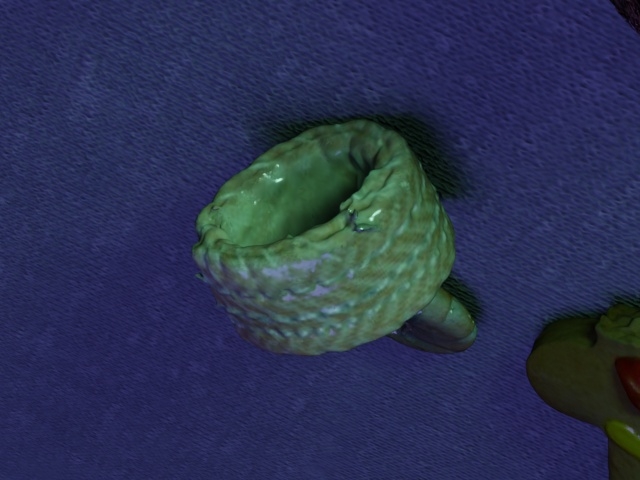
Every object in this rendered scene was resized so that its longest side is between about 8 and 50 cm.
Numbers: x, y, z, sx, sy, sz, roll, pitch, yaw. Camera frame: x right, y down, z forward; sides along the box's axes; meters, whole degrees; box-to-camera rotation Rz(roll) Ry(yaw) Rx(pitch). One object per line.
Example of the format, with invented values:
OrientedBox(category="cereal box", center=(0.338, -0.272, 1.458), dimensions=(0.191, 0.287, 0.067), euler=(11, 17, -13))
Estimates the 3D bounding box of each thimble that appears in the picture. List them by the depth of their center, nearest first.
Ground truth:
OrientedBox(category="thimble", center=(0.005, -0.005, 1.710), dimensions=(0.229, 0.196, 0.148), euler=(-12, 130, 23))

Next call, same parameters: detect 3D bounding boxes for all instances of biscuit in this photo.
OrientedBox(category="biscuit", center=(0.382, 0.247, 1.826), dimensions=(0.368, 0.076, 0.394), euler=(12, 131, 36))

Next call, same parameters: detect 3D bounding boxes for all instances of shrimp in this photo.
OrientedBox(category="shrimp", center=(0.051, 0.051, 1.900), dimensions=(0.254, 0.059, 0.145), euler=(25, 158, -10))

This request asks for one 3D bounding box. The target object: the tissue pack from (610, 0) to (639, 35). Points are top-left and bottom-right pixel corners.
OrientedBox(category="tissue pack", center=(0.199, -0.271, 1.195), dimensions=(0.123, 0.245, 0.332), euler=(-33, 131, 1))
